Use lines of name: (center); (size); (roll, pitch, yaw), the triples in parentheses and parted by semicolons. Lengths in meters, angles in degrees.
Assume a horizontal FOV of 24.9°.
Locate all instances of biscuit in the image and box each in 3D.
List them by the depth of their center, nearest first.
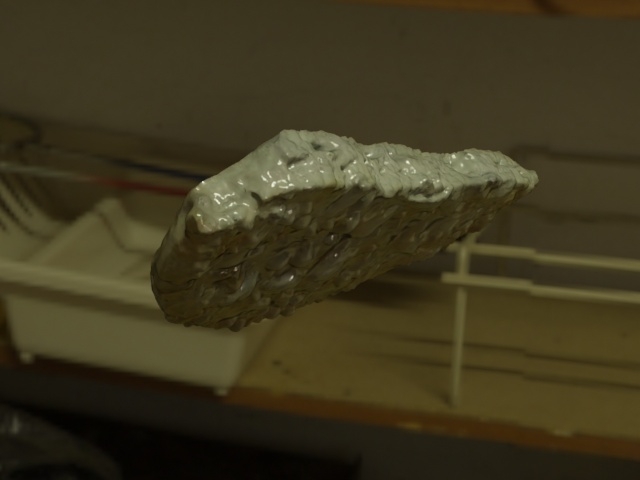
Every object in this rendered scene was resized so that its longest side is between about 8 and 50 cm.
biscuit: (-0.001, -0.001, 0.738); (0.289, 0.141, 0.038); (-4, 58, -58)
